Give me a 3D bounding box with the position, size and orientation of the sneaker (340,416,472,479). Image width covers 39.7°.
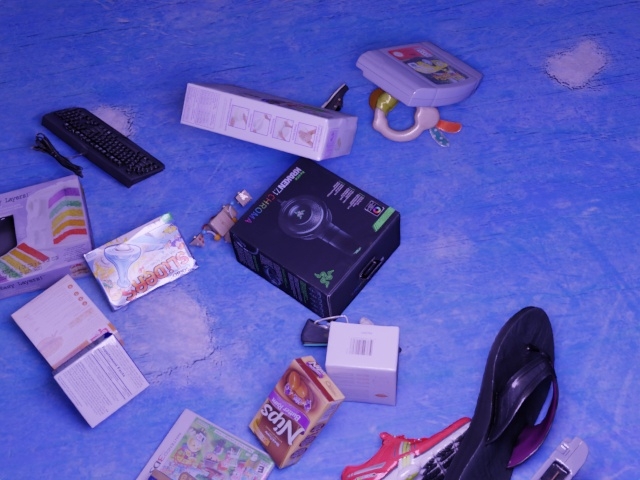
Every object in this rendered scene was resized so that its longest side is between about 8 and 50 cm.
[{"bbox_3d":[0.160,0.384,1.610,0.279,0.107,0.118,-27,48,-16],"label":"sneaker"}]

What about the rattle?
[{"bbox_3d":[0.217,-0.287,2.077,0.200,0.143,0.130,8,90,-8],"label":"rattle"}]

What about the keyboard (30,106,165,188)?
[{"bbox_3d":[-0.532,-0.215,2.052,0.317,0.033,0.202,33,44,24],"label":"keyboard"}]

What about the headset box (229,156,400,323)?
[{"bbox_3d":[0.000,0.000,1.849,0.283,0.131,0.246,33,66,22],"label":"headset box"}]

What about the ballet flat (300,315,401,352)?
[{"bbox_3d":[0.061,0.184,1.757,0.203,0.074,0.074,4,58,10],"label":"ballet flat"}]

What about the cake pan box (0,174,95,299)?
[{"bbox_3d":[-0.636,-0.006,1.944,0.267,0.070,0.245,-15,55,-5],"label":"cake pan box"}]

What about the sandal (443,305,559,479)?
[{"bbox_3d":[0.352,0.326,1.586,0.107,0.167,0.445,-2,55,49],"label":"sandal"}]

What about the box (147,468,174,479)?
[{"bbox_3d":[-0.301,0.537,1.568,0.136,0.036,0.225,27,73,20],"label":"box"}]

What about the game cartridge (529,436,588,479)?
[{"bbox_3d":[0.330,0.467,1.480,0.062,0.198,0.297,37,68,25],"label":"game cartridge"}]

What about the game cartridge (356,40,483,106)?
[{"bbox_3d":[0.242,-0.382,2.041,0.196,0.060,0.294,42,38,22],"label":"game cartridge"}]

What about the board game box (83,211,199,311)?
[{"bbox_3d":[-0.377,0.045,1.872,0.201,0.035,0.136,-29,90,-13],"label":"board game box"}]

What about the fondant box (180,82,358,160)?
[{"bbox_3d":[-0.109,-0.268,1.969,0.331,0.238,0.096,16,103,15],"label":"fondant box"}]

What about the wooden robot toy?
[{"bbox_3d":[-0.203,-0.028,1.937,0.079,0.076,0.173,46,67,-10],"label":"wooden robot toy"}]

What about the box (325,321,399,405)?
[{"bbox_3d":[0.081,0.234,1.668,0.130,0.170,0.091,4,59,6],"label":"box"}]

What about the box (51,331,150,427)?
[{"bbox_3d":[-0.425,0.267,1.714,0.137,0.072,0.126,-36,101,-18],"label":"box"}]

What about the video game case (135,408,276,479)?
[{"bbox_3d":[-0.219,0.440,1.647,0.213,0.023,0.193,25,63,19],"label":"video game case"}]

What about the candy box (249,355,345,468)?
[{"bbox_3d":[-0.046,0.316,1.627,0.053,0.186,0.109,-4,44,-49],"label":"candy box"}]

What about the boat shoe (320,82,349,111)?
[{"bbox_3d":[0.032,-0.323,2.108,0.042,0.049,0.133,39,58,-5],"label":"boat shoe"}]

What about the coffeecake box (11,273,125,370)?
[{"bbox_3d":[-0.514,0.183,1.810,0.142,0.068,0.185,-38,62,-18],"label":"coffeecake box"}]
